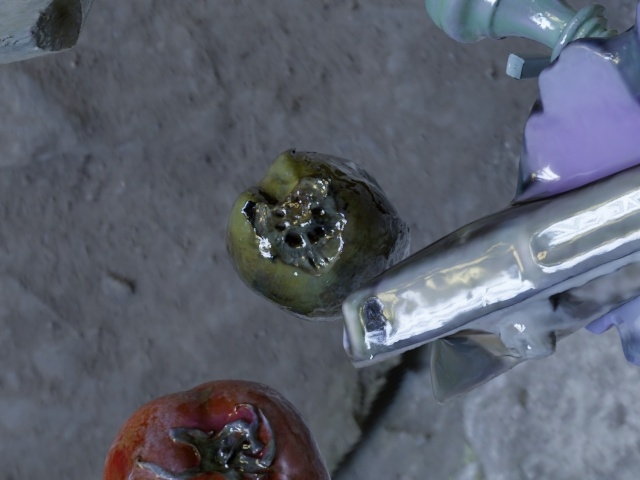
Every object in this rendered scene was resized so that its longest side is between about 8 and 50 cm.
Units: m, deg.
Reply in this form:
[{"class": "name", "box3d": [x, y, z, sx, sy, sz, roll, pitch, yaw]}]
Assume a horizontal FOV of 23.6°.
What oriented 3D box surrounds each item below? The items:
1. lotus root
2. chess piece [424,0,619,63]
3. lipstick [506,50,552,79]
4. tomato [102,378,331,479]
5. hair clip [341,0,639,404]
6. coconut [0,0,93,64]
[{"class": "lotus root", "box3d": [0.000, 0.000, 1.412, 0.160, 0.275, 0.152, 34, 96, 7]}, {"class": "chess piece", "box3d": [0.246, -0.210, 1.532, 0.139, 0.272, 0.139, -41, 154, -25]}, {"class": "lipstick", "box3d": [0.252, -0.195, 1.689, 0.107, 0.025, 0.025, -9, 119, -37]}, {"class": "tomato", "box3d": [-0.100, 0.251, 1.457, 0.232, 0.232, 0.188, -12, 140, -13]}, {"class": "hair clip", "box3d": [0.118, -0.025, 0.404, 0.084, 0.106, 0.292, -1, 159, -46]}, {"class": "coconut", "box3d": [-0.260, -0.223, 1.259, 0.162, 0.161, 0.161, -12, 124, -21]}]
